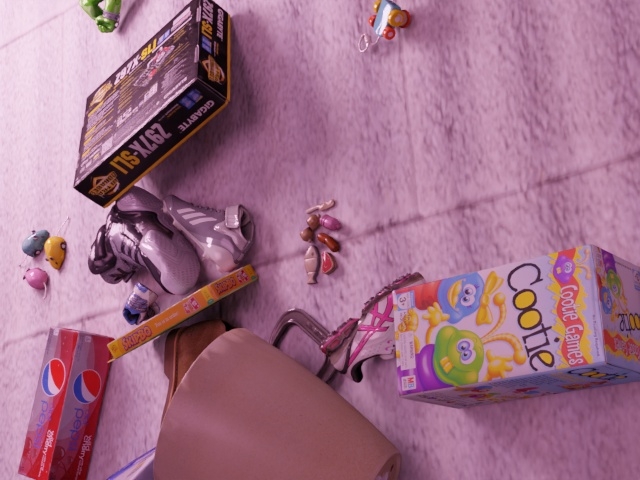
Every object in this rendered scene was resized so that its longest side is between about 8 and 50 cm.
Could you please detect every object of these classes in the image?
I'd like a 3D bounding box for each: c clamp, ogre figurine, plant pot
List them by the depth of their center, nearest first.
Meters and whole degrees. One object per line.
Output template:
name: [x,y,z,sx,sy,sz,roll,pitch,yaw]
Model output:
plant pot: [-0.040,0.289,1.486,0.274,0.256,0.256,22,93,22]
c clamp: [-0.032,0.183,1.634,0.137,0.022,0.160,-55,51,14]
ogre figurine: [-0.421,-0.502,2.101,0.118,0.097,0.197,-45,42,36]

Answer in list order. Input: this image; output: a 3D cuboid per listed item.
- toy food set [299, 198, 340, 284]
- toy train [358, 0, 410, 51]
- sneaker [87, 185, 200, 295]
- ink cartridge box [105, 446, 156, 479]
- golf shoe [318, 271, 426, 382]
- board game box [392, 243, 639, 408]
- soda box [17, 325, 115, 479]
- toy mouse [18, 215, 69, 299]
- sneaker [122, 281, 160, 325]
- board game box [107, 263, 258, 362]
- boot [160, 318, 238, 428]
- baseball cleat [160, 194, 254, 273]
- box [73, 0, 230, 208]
toy food set: [0.000,0.000,1.660,0.078,0.019,0.122,-20,66,34]
toy train: [0.095,-0.373,1.673,0.125,0.046,0.166,-16,75,59]
sneaker: [-0.303,0.034,1.854,0.153,0.101,0.268,-51,46,18]
ink cartridge box: [-0.327,0.419,1.677,0.186,0.311,0.065,-36,95,27]
golf shoe: [0.088,0.120,1.534,0.186,0.067,0.086,-44,81,21]
board game box: [0.244,0.113,1.345,0.275,0.144,0.142,-15,68,35]
soda box: [-0.439,0.286,1.902,0.092,0.083,0.263,6,82,41]
toy mouse: [-0.545,0.035,2.094,0.143,0.031,0.161,-7,74,38]
sneaker: [-0.302,0.112,1.804,0.052,0.135,0.058,34,71,8]
board game box: [-0.228,0.119,1.749,0.259,0.124,0.039,-33,87,30]
boot: [-0.169,0.263,1.675,0.115,0.112,0.305,-20,63,28]
baseball cleat: [-0.176,-0.032,1.795,0.109,0.072,0.206,-47,56,2]
box: [-0.287,-0.239,1.875,0.322,0.079,0.257,-36,35,27]
